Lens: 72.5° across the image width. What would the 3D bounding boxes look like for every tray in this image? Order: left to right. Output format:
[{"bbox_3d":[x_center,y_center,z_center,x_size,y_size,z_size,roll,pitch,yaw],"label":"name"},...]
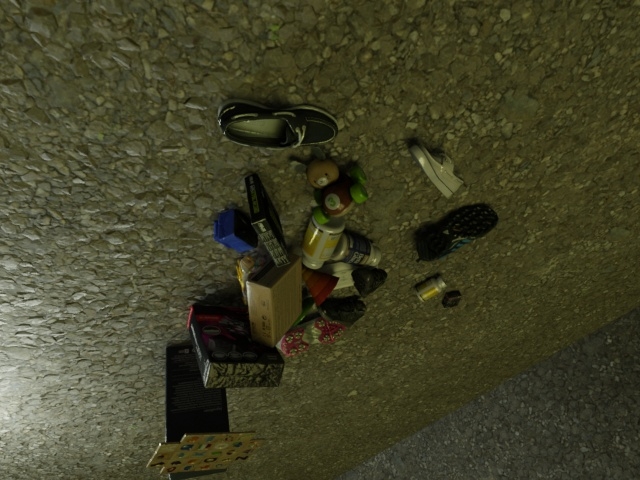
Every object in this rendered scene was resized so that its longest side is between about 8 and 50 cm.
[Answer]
[{"bbox_3d":[0.082,0.130,1.571,0.270,0.030,0.145,-12,137,-8],"label":"tray"}]

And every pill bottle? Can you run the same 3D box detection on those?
[{"bbox_3d":[0.000,0.000,1.349,0.103,0.103,0.184,3,134,-23],"label":"pill bottle"},{"bbox_3d":[0.114,0.035,1.433,0.169,0.094,0.094,15,128,-32],"label":"pill bottle"},{"bbox_3d":[0.439,0.189,1.733,0.116,0.065,0.065,-34,136,18],"label":"pill bottle"}]

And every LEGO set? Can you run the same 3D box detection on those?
[{"bbox_3d":[-0.202,0.126,1.405,0.107,0.132,0.287,-14,132,-18],"label":"LEGO set"}]

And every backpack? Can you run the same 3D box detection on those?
[{"bbox_3d":[-0.240,-0.023,1.250,0.101,0.098,0.120,-14,152,28],"label":"backpack"}]

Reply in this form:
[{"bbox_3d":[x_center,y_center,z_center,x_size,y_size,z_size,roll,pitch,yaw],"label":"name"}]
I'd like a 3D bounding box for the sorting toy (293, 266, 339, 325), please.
[{"bbox_3d":[-0.087,0.206,1.541,0.126,0.127,0.365,41,126,-5],"label":"sorting toy"}]

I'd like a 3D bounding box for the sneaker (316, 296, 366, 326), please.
[{"bbox_3d":[0.087,0.257,1.669,0.130,0.087,0.227,-41,136,21],"label":"sneaker"}]

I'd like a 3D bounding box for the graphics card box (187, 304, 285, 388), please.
[{"bbox_3d":[-0.285,0.330,1.409,0.233,0.371,0.094,10,105,-27],"label":"graphics card box"}]

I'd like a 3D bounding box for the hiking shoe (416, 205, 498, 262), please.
[{"bbox_3d":[0.462,-0.024,1.512,0.304,0.113,0.132,-26,168,0],"label":"hiking shoe"}]

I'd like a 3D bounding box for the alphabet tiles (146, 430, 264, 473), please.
[{"bbox_3d":[-0.372,0.696,1.434,0.342,0.011,0.285,12,130,-29],"label":"alphabet tiles"}]

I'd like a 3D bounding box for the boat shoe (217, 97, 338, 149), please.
[{"bbox_3d":[-0.092,-0.263,1.047,0.302,0.091,0.114,-1,136,-18],"label":"boat shoe"}]

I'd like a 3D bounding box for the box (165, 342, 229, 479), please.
[{"bbox_3d":[-0.464,0.630,1.635,0.212,0.395,0.293,-2,135,-18],"label":"box"}]

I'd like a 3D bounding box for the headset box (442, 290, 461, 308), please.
[{"bbox_3d":[0.562,0.250,1.866,0.062,0.032,0.083,-8,139,-12],"label":"headset box"}]

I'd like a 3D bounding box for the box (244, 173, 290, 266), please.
[{"bbox_3d":[-0.144,-0.054,1.180,0.045,0.184,0.191,-22,137,2],"label":"box"}]

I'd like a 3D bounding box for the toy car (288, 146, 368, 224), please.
[{"bbox_3d":[0.011,-0.164,1.165,0.155,0.149,0.188,-29,127,26],"label":"toy car"}]

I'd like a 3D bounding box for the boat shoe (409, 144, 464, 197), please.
[{"bbox_3d":[0.341,-0.216,1.263,0.084,0.095,0.258,-40,145,17],"label":"boat shoe"}]

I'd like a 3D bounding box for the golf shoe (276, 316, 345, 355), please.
[{"bbox_3d":[-0.046,0.359,1.728,0.306,0.115,0.140,-10,-176,-33],"label":"golf shoe"}]

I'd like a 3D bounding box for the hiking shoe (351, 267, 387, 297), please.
[{"bbox_3d":[0.172,0.124,1.501,0.114,0.086,0.227,-34,164,-8],"label":"hiking shoe"}]

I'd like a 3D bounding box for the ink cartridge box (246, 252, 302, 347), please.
[{"bbox_3d":[-0.138,0.181,1.364,0.088,0.193,0.235,14,122,21],"label":"ink cartridge box"}]
